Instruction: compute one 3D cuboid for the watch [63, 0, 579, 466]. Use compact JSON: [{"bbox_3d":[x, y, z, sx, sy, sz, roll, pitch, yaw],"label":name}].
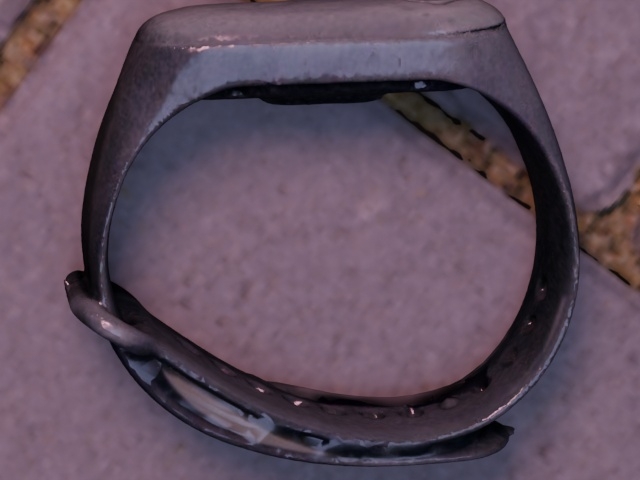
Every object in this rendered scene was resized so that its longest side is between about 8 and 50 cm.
[{"bbox_3d":[0.000,0.000,0.800,0.206,0.068,0.193,-4,104,-10],"label":"watch"}]
